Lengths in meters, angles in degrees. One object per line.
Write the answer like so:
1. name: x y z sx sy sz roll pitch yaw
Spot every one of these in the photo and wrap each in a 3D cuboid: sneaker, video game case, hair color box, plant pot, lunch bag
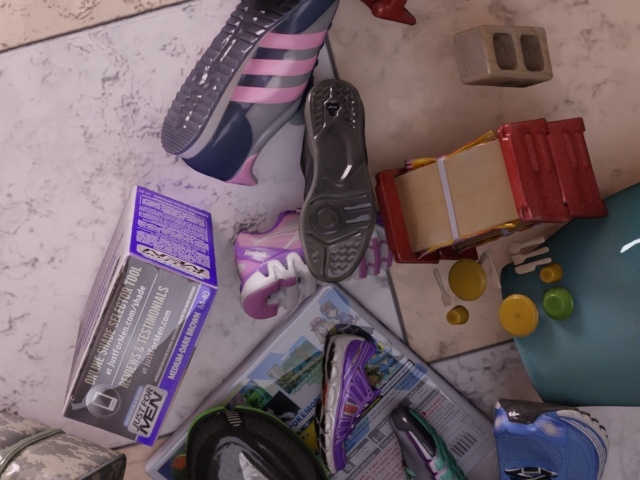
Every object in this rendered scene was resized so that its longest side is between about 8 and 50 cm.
1. sneaker: -0.044 -0.205 1.848 0.131 0.112 0.319 34 98 -36
2. sneaker: 0.000 0.000 1.896 0.236 0.104 0.095 -21 148 -15
3. video game case: 0.005 0.256 1.987 0.300 0.036 0.329 42 99 -13
4. sneaker: -0.051 0.424 1.875 0.185 0.202 0.483 -13 86 1
5. sneaker: 0.034 0.196 1.922 0.071 0.068 0.170 6 103 -11
6. sneaker: 0.265 0.307 1.889 0.130 0.147 0.330 4 139 26
7. hair color box: -0.192 0.071 1.769 0.110 0.339 0.185 21 101 -8
8. sneaker: 0.019 -0.055 1.840 0.087 0.130 0.227 -4 73 3
9. sneaker: 0.129 0.305 1.949 0.098 0.083 0.224 -33 105 10
10. plant pot: 0.352 0.071 1.861 0.255 0.271 0.272 -20 105 16
11. lunch bag: -0.393 0.345 1.892 0.256 0.212 0.305 17 100 9

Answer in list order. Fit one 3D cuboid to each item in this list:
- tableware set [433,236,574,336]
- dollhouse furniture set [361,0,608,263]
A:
1. tableware set: 0.204 0.059 1.808 0.154 0.024 0.104 -19 87 32
2. dollhouse furniture set: 0.161 -0.174 1.817 0.201 0.152 0.374 -18 82 42
